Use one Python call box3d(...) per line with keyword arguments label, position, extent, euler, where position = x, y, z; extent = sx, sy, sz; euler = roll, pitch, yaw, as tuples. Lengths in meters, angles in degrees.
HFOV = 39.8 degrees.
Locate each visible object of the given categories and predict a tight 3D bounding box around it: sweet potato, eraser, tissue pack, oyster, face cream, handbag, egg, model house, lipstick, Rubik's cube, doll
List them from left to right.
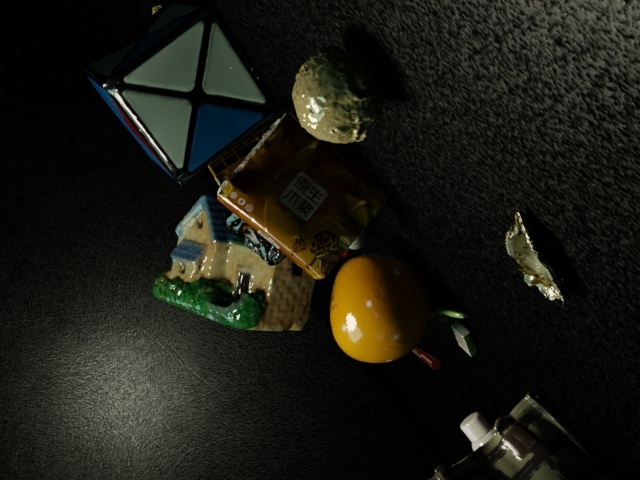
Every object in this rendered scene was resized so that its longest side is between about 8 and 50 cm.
box3d(label="Rubik's cube", position=(-0.269, -0.290, 1.698), extent=(0.246, 0.250, 0.248), euler=(55, 168, -29))
box3d(label="model house", position=(-0.208, 0.044, 2.470), extent=(0.382, 0.342, 0.335), euler=(17, -174, 40))
box3d(label="tissue pack", position=(-0.031, -0.072, 1.449), extent=(0.226, 0.183, 0.092), euler=(39, 173, -5))
box3d(label="sweet potato", position=(0.028, -0.150, 1.481), extent=(0.026, 0.026, 0.115), euler=(43, 173, 45))
box3d(label="egg", position=(0.023, -0.180, 1.101), extent=(0.116, 0.118, 0.140), euler=(9, 163, -7))
box3d(label="doll", position=(0.136, 0.130, 1.617), extent=(0.236, 0.213, 0.213), euler=(9, 170, -1))
box3d(label="lipstick", position=(0.244, 0.273, 2.136), extent=(0.027, 0.027, 0.176), euler=(54, 172, -18))
box3d(label="eraser", position=(0.267, 0.183, 1.644), extent=(0.038, 0.019, 0.083), euler=(43, 168, 38))
box3d(label="face cream", position=(0.421, 0.507, 2.010), extent=(0.269, 0.082, 0.082), euler=(51, 172, 3))
box3d(label="handbag", position=(0.333, 0.453, 1.393), extent=(0.327, 0.325, 0.162), euler=(49, 158, 25))
box3d(label="oyster", position=(0.253, 0.024, 1.014), extent=(0.086, 0.029, 0.132), euler=(38, 163, 34))

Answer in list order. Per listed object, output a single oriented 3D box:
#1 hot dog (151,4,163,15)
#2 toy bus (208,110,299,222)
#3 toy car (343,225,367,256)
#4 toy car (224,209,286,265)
box3d(label="hot dog", position=(-0.332, -0.462, 1.926), extent=(0.168, 0.061, 0.078), euler=(-100, -7, -46))
box3d(label="toy bus", position=(-0.088, -0.137, 1.575), extent=(0.114, 0.201, 0.098), euler=(54, 177, 46))
box3d(label="toy car", position=(0.038, -0.031, 1.710), extent=(0.112, 0.112, 0.139), euler=(4, 124, 59))
box3d(label="toy car", position=(-0.135, -0.072, 2.181), extent=(0.193, 0.118, 0.301), euler=(47, 148, 23))
